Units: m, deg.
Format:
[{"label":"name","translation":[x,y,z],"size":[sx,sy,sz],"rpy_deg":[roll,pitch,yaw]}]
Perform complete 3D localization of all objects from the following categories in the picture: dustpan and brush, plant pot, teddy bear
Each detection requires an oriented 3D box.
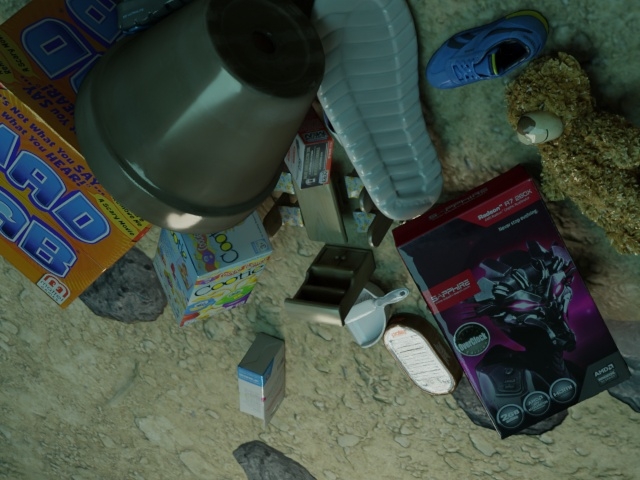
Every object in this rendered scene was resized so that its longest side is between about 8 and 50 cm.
[{"label":"dustpan and brush","translation":[0.093,0.115,1.908],"size":[0.211,0.060,0.147],"rpy_deg":[-29,97,39]},{"label":"plant pot","translation":[-0.147,-0.210,1.489],"size":[0.323,0.323,0.280],"rpy_deg":[42,138,-9]},{"label":"teddy bear","translation":[0.377,-0.099,1.475],"size":[0.338,0.113,0.245],"rpy_deg":[53,172,-28]}]

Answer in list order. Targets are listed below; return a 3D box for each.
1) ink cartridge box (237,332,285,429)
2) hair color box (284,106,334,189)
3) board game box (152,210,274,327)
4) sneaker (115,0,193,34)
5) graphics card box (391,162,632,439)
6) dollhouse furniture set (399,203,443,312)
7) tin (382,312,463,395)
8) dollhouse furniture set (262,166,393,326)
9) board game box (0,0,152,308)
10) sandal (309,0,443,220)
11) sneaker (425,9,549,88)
[{"label":"ink cartridge box","translation":[-0.121,0.293,2.182],"size":[0.061,0.104,0.181],"rpy_deg":[18,135,17]},{"label":"hair color box","translation":[-0.036,-0.171,1.672],"size":[0.093,0.053,0.167],"rpy_deg":[97,154,-45]},{"label":"board game box","translation":[-0.197,0.029,1.873],"size":[0.144,0.142,0.275],"rpy_deg":[65,159,15]},{"label":"sneaker","translation":[-0.167,-0.408,1.537],"size":[0.340,0.125,0.140],"rpy_deg":[-12,90,23]},{"label":"graphics card box","translation":[0.296,0.099,1.637],"size":[0.232,0.094,0.371],"rpy_deg":[-27,104,7]},{"label":"dollhouse furniture set","translation":[0.196,0.036,1.736],"size":[0.144,0.123,0.151],"rpy_deg":[-1,127,32]},{"label":"tin","translation":[0.191,0.216,1.972],"size":[0.106,0.040,0.190],"rpy_deg":[-21,115,37]},{"label":"dollhouse furniture set","translation":[0.000,0.000,1.797],"size":[0.212,0.161,0.242],"rpy_deg":[6,131,27]},{"label":"board game box","translation":[-0.388,-0.180,1.726],"size":[0.356,0.356,0.356],"rpy_deg":[43,137,-10]},{"label":"sandal","translation":[0.070,-0.216,1.593],"size":[0.102,0.169,0.416],"rpy_deg":[-133,24,-59]},{"label":"sneaker","translation":[0.223,-0.256,1.486],"size":[0.209,0.082,0.069],"rpy_deg":[-19,119,43]}]
